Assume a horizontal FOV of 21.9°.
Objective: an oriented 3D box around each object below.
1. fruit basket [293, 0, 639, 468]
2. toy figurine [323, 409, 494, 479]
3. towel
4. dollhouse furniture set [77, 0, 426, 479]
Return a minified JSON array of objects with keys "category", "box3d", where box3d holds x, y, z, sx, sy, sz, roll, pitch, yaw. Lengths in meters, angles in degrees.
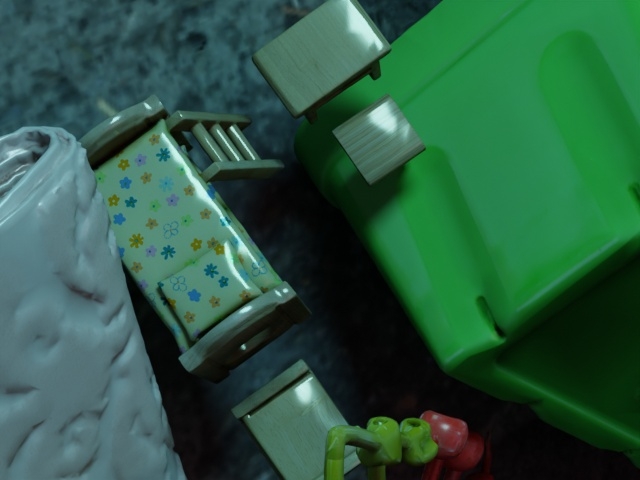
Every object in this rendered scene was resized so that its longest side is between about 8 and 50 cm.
[{"category":"fruit basket","box3d":[0.196,-0.074,0.927,0.392,0.283,0.392,36,32,-27]},{"category":"toy figurine","box3d":[0.122,0.203,0.779,0.362,0.217,0.191,34,74,-72]},{"category":"towel","box3d":[-0.181,0.162,0.683,0.317,0.053,0.332,-40,140,-29]},{"category":"dollhouse furniture set","box3d":[0.000,0.000,0.750,0.161,0.101,0.182,-36,81,-1]}]
